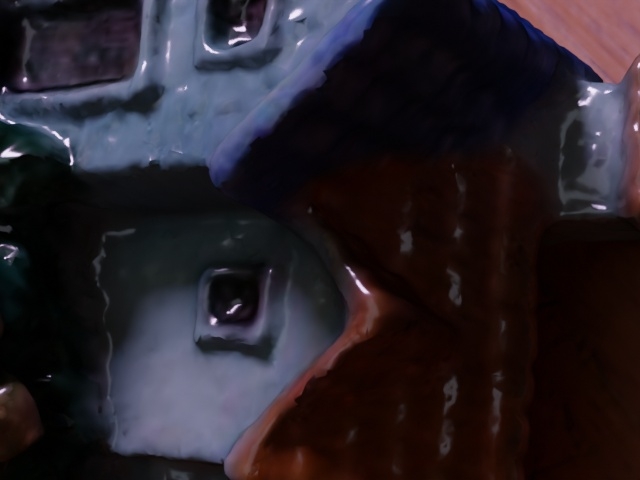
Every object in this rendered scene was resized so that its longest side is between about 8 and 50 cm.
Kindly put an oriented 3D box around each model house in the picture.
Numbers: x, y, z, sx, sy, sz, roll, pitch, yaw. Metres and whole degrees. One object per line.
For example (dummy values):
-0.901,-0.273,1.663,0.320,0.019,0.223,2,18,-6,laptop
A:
0.000,0.000,0.559,0.329,0.252,0.295,1,75,30,model house
